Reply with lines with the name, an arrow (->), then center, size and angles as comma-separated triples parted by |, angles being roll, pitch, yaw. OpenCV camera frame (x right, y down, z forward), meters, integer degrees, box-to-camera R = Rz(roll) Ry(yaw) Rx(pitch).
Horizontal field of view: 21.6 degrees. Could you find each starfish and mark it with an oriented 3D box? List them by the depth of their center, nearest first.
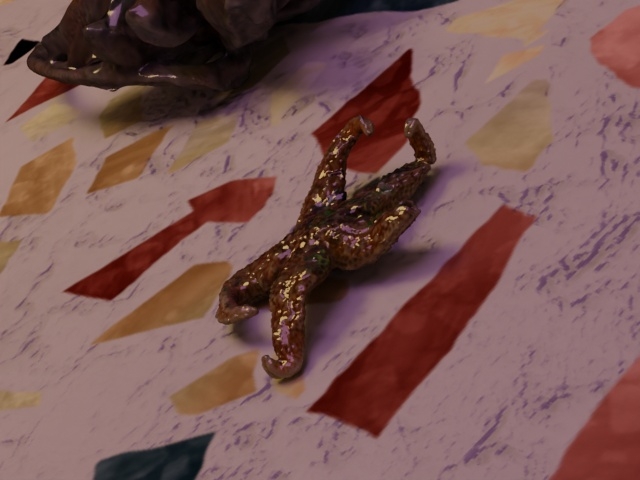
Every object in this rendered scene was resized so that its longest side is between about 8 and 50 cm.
starfish -> 0.007, 0.007, 1.072 | 0.150, 0.053, 0.210 | -23, 33, 38

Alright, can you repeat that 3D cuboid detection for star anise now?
star anise -> -0.092, -0.200, 1.393 | 0.315, 0.139, 0.359 | -26, 14, -7
